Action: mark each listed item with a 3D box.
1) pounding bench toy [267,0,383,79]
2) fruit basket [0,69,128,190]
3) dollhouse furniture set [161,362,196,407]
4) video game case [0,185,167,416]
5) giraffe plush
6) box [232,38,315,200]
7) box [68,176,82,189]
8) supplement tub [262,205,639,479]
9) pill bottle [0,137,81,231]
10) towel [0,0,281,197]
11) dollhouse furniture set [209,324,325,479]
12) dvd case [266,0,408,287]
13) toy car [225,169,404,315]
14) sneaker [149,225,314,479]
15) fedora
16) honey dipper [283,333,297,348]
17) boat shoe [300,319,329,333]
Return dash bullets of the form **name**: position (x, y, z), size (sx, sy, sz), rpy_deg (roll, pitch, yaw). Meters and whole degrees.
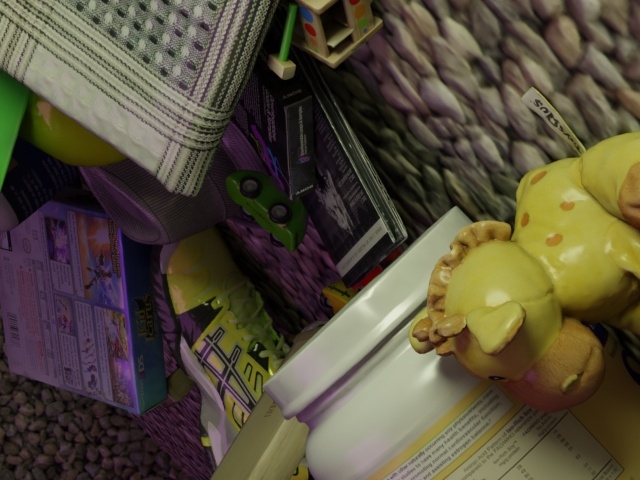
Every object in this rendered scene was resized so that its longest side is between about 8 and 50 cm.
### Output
- **pounding bench toy**: position (-0.007, -0.158, 0.898), size (0.052, 0.083, 0.065), rpy_deg (36, 159, 32)
- **fruit basket**: position (-0.287, -0.179, 1.198), size (0.283, 0.392, 0.392), rpy_deg (24, 150, 51)
- **dollhouse furniture set**: position (-0.222, 0.080, 1.739), size (0.242, 0.161, 0.212), rpy_deg (48, 162, -1)
- **video game case**: position (-0.312, 0.066, 1.655), size (0.244, 0.061, 0.269), rpy_deg (13, 115, 35)
- **giraffe plush**: position (0.149, 0.028, 0.793), size (0.210, 0.170, 0.181), rpy_deg (41, 161, 20)
- **box**: position (-0.054, -0.126, 1.072), size (0.162, 0.029, 0.116), rpy_deg (56, 162, 32)
- **box**: position (-0.355, -0.012, 1.837), size (0.175, 0.051, 0.220), rpy_deg (103, 153, -60)
- **supplement tub**: position (0.141, 0.162, 0.974), size (0.331, 0.241, 0.241), rpy_deg (47, 162, 2)
- **pill bottle**: position (-0.369, -0.105, 1.523), size (0.153, 0.265, 0.153), rpy_deg (41, 161, 18)
- **towel**: position (-0.167, -0.231, 0.913), size (0.324, 0.056, 0.312), rpy_deg (38, 130, 13)
- **dollhouse furniture set**: position (0.088, 0.240, 1.236), size (0.303, 0.198, 0.286), rpy_deg (36, 159, -12)
- **dvd case**: position (-0.004, -0.077, 1.072), size (0.221, 0.018, 0.164), rpy_deg (63, 163, 8)
- **toy car**: position (0.000, 0.000, 1.256), size (0.225, 0.053, 0.239), rpy_deg (42, 160, 17)
- **sneaker**: position (-0.088, 0.133, 1.586), size (0.147, 0.145, 0.384), rpy_deg (-12, 105, 31)
- **fedora**: position (-0.182, -0.080, 1.384), size (0.275, 0.124, 0.243), rpy_deg (38, 160, 28)
- **honey dipper**: position (-0.018, 0.129, 1.597), size (0.030, 0.030, 0.161), rpy_deg (51, 159, -10)
- **boat shoe**: position (0.065, 0.195, 1.439), size (0.258, 0.095, 0.084), rpy_deg (44, 166, 6)
